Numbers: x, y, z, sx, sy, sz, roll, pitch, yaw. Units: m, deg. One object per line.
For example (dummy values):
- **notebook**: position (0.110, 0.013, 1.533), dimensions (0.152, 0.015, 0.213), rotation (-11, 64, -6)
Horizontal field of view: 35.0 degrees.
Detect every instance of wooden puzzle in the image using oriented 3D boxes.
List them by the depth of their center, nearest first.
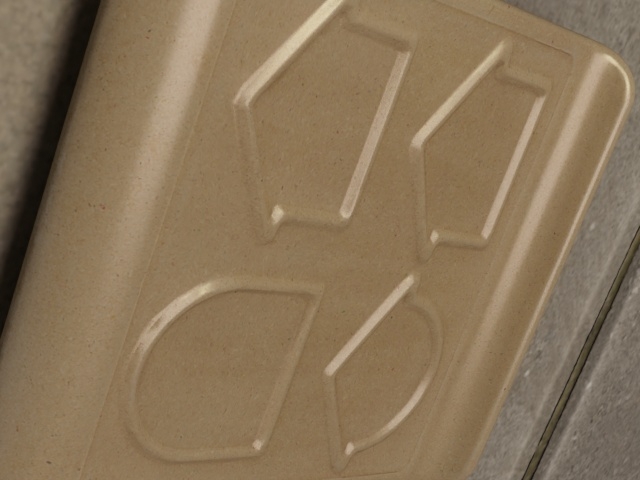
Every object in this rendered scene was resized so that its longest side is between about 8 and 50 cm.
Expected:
- **wooden puzzle**: position (0.000, 0.000, 0.584), dimensions (0.348, 0.080, 0.322), rotation (9, 107, -39)
